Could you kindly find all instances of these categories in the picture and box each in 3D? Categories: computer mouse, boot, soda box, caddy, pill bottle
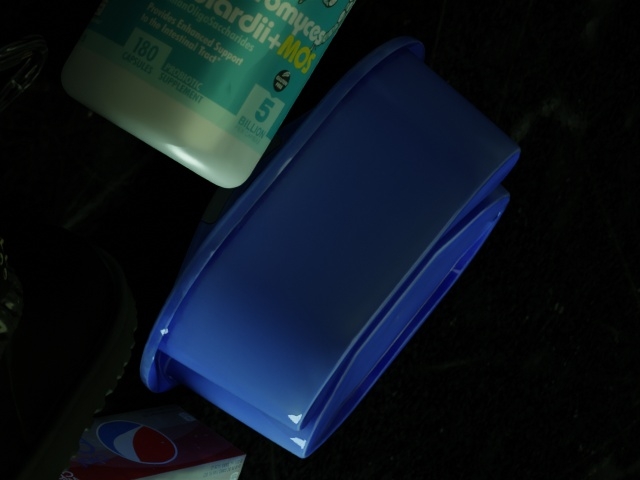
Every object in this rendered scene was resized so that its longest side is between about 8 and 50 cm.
[{"bbox_3d":[-0.264,-0.088,1.148,0.242,0.041,0.071,-28,142,-47],"label":"computer mouse"},{"bbox_3d":[-0.227,0.008,1.126,0.348,0.131,0.260,-83,154,-64],"label":"boot"},{"bbox_3d":[-0.182,0.195,1.412,0.263,0.092,0.083,-5,121,-50],"label":"soda box"},{"bbox_3d":[0.000,0.000,1.427,0.341,0.179,0.241,-50,169,-13],"label":"caddy"},{"bbox_3d":[-0.050,-0.179,1.246,0.264,0.146,0.146,-60,146,0],"label":"pill bottle"}]
